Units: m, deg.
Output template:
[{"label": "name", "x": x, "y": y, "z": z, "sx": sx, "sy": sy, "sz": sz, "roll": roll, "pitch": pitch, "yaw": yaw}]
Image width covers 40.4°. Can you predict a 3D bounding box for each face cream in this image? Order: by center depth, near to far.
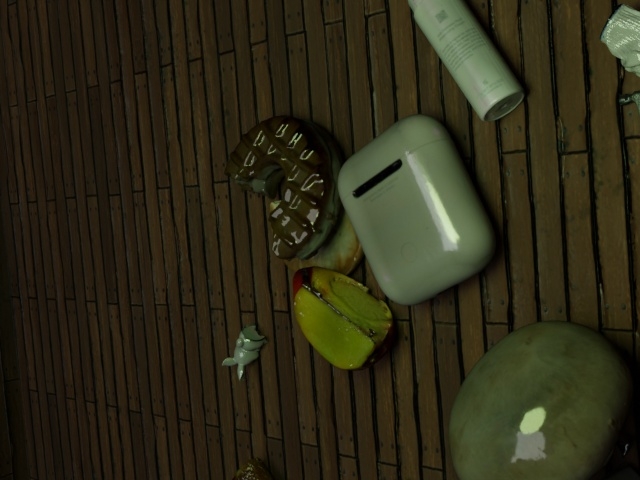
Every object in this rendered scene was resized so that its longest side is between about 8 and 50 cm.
[{"label": "face cream", "x": 0.265, "y": -0.393, "z": 1.683, "sx": 0.102, "sy": 0.102, "sz": 0.346, "roll": -42, "pitch": 67, "yaw": 38}]

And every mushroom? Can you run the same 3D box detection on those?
[{"label": "mushroom", "x": 0.399, "y": 0.322, "z": 1.521, "sx": 0.294, "sy": 0.362, "sz": 0.362, "roll": 38, "pitch": 129, "yaw": -11}]

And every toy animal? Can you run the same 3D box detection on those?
[{"label": "toy animal", "x": -0.190, "y": 0.283, "z": 2.229, "sx": 0.071, "sy": 0.085, "sz": 0.124, "roll": 34, "pitch": 125, "yaw": 16}]

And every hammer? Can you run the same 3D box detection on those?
[{"label": "hammer", "x": 0.561, "y": -0.157, "z": 1.489, "sx": 0.078, "sy": 0.021, "sz": 0.201, "roll": -5, "pitch": 93, "yaw": 44}]

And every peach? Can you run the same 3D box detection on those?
[{"label": "peach", "x": 0.041, "y": 0.174, "z": 1.929, "sx": 0.267, "sy": 0.158, "sz": 0.154, "roll": 35, "pitch": 120, "yaw": 22}]

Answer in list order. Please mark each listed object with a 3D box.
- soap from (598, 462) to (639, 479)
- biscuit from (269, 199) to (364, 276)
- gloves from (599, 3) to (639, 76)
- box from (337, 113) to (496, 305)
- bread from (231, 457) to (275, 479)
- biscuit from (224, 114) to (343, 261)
[{"label": "soap", "x": 0.396, "y": 0.590, "z": 1.468, "sx": 0.213, "sy": 0.435, "sz": 0.350, "roll": 55, "pitch": 129, "yaw": 25}, {"label": "biscuit", "x": 0.000, "y": 0.000, "z": 2.029, "sx": 0.308, "sy": 0.040, "sz": 0.205, "roll": 3, "pitch": 97, "yaw": 44}, {"label": "gloves", "x": 0.563, "y": -0.308, "z": 1.417, "sx": 0.229, "sy": 0.097, "sz": 0.119, "roll": 47, "pitch": 130, "yaw": 34}, {"label": "box", "x": 0.189, "y": -0.059, "z": 1.773, "sx": 0.288, "sy": 0.141, "sz": 0.349, "roll": -35, "pitch": 72, "yaw": 42}, {"label": "bread", "x": -0.151, "y": 0.659, "z": 2.221, "sx": 0.172, "sy": 0.103, "sz": 0.132, "roll": 47, "pitch": 118, "yaw": 33}, {"label": "biscuit", "x": -0.070, "y": -0.142, "z": 1.991, "sx": 0.268, "sy": 0.115, "sz": 0.366, "roll": -56, "pitch": 50, "yaw": 20}]
